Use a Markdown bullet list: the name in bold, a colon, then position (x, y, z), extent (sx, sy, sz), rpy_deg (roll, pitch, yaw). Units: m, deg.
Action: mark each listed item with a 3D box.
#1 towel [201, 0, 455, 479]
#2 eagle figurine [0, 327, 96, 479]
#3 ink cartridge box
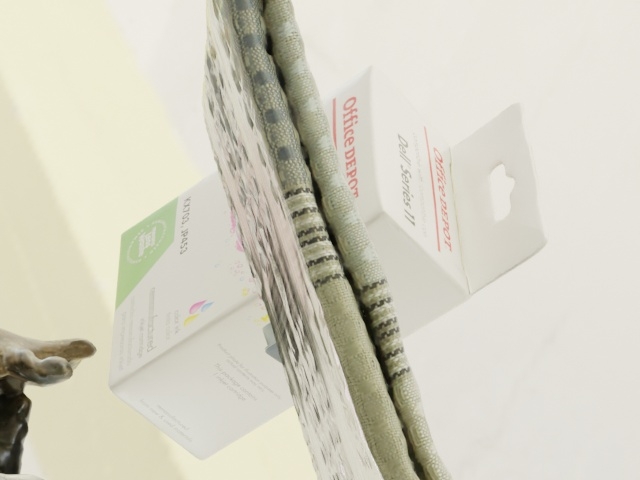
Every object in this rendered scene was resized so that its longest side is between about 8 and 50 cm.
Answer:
- **towel**: position (0.011, 0.036, 0.946), extent (0.312, 0.056, 0.324), rpy_deg (109, -36, -79)
- **eagle figurine**: position (-0.215, 0.170, 0.936), extent (0.226, 0.225, 0.298), rpy_deg (25, -86, 13)
- **ink cartridge box**: position (0.000, 0.000, 1.588), extent (0.353, 0.119, 0.207), rpy_deg (-33, -147, 22)
